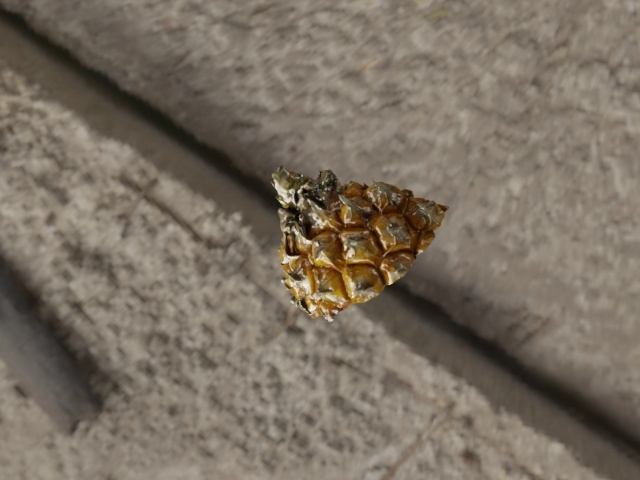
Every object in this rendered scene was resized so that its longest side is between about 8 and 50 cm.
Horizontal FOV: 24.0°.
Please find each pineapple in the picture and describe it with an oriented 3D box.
[{"bbox_3d":[0.005,-0.001,1.726,0.250,0.139,0.164,-14,128,36],"label":"pineapple"}]
